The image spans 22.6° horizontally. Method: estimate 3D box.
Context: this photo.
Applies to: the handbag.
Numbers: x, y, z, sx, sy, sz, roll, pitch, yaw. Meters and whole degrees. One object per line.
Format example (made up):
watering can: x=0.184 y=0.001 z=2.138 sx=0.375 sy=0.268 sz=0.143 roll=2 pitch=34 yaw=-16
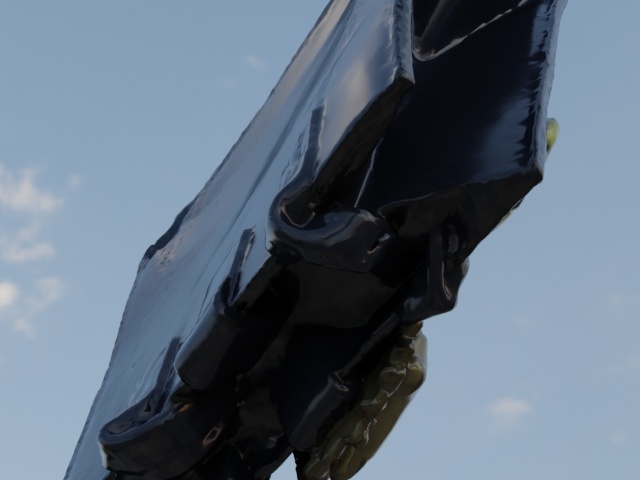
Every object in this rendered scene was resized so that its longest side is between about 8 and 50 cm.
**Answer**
handbag: x=0.000 y=0.000 z=0.812 sx=0.122 sy=0.329 sz=0.303 roll=33 pitch=-64 yaw=-9
